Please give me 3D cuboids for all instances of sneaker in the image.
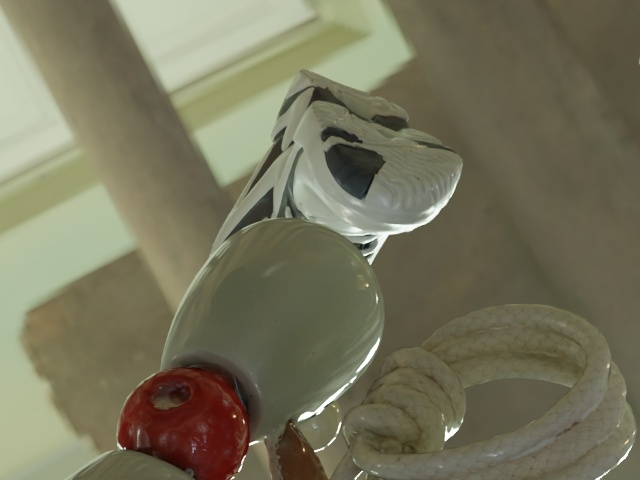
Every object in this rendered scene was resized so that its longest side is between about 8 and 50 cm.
[{"bbox_3d":[0.000,0.000,1.074,0.235,0.094,0.153,-128,-123,-69],"label":"sneaker"}]

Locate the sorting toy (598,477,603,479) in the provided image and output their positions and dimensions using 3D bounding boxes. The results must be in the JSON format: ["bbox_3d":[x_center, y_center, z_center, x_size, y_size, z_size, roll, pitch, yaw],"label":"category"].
[{"bbox_3d":[0.152,0.174,1.194,0.083,0.075,0.045,-29,170,13],"label":"sorting toy"}]

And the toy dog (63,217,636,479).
[{"bbox_3d":[-0.055,0.145,0.637,0.334,0.161,0.220,-35,-141,-31],"label":"toy dog"}]
